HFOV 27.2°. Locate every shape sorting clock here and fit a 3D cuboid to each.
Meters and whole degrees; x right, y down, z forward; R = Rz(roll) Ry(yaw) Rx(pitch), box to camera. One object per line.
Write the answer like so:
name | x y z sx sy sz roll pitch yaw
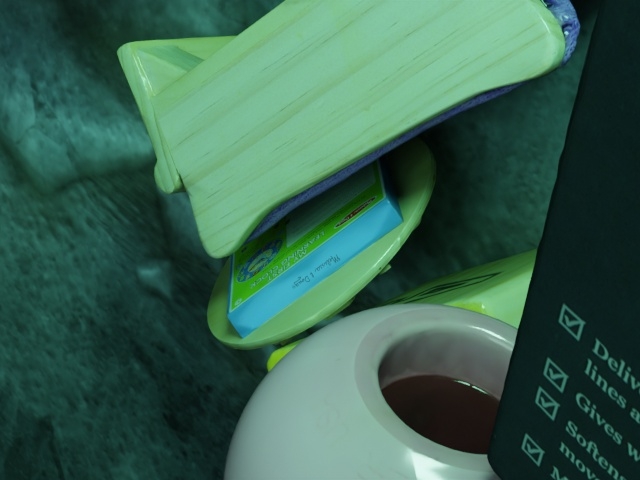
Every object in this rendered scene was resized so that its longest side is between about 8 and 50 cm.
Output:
shape sorting clock | 0.000 0.000 0.958 0.206 0.206 0.040 -22 117 42

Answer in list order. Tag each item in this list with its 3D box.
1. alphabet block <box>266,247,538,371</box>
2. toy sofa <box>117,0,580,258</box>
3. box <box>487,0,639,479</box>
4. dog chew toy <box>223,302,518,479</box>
alphabet block | 0.117 0.117 0.885 0.193 0.197 0.192 -21 90 42
toy sofa | 0.040 -0.132 0.896 0.362 0.150 0.177 -29 80 41
box | 0.245 0.006 0.395 0.293 0.212 0.395 45 149 31
dog chew toy | 0.036 0.195 0.723 0.206 0.206 0.332 36 133 26
